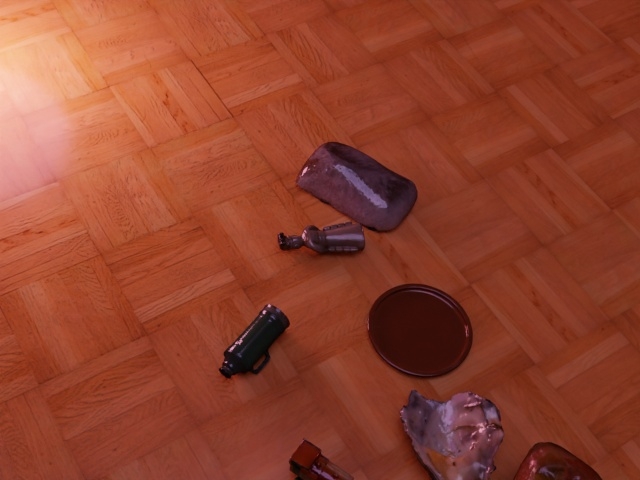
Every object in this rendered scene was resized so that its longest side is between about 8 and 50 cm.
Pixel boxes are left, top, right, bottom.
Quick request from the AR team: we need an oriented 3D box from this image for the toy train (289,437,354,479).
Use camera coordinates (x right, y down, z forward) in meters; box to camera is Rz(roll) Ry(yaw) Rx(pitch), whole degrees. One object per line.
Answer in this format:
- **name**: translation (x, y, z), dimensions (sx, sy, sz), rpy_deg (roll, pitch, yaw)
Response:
- **toy train**: translation (0.016, 0.482, 1.692), dimensions (0.175, 0.118, 0.074), rpy_deg (31, 59, 16)

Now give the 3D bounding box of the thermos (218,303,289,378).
- **thermos**: translation (-0.152, 0.234, 1.880), dimensions (0.073, 0.083, 0.188), rpy_deg (21, 53, 34)

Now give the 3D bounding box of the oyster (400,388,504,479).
- **oyster**: translation (0.288, 0.434, 1.777), dimensions (0.275, 0.100, 0.271), rpy_deg (12, 55, 28)

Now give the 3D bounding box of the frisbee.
- **frisbee**: translation (0.233, 0.209, 1.979), dimensions (0.250, 0.021, 0.251), rpy_deg (4, 55, -5)

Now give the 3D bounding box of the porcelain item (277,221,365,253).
- **porcelain item**: translation (0.000, 0.000, 2.073), dimensions (0.213, 0.054, 0.084), rpy_deg (-5, 53, -13)

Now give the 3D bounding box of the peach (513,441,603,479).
- **peach**: translation (0.465, 0.520, 1.675), dimensions (0.214, 0.214, 0.236), rpy_deg (-5, 60, -12)

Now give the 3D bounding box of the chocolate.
- **chocolate**: translation (0.100, -0.154, 2.178), dimensions (0.303, 0.100, 0.185), rpy_deg (31, 53, 10)
